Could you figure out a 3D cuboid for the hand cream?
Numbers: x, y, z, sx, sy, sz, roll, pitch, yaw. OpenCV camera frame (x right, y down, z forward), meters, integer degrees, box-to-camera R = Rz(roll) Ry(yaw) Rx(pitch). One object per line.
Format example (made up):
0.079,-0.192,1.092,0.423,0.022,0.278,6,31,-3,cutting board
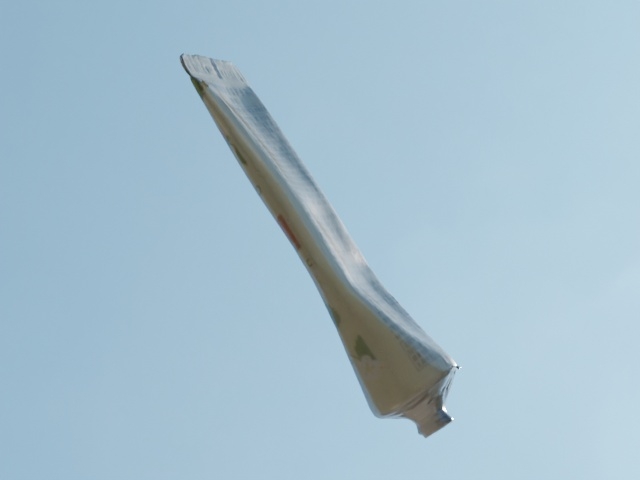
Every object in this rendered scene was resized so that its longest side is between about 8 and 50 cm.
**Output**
0.000,0.000,0.625,0.037,0.057,0.165,-36,-100,16,hand cream
